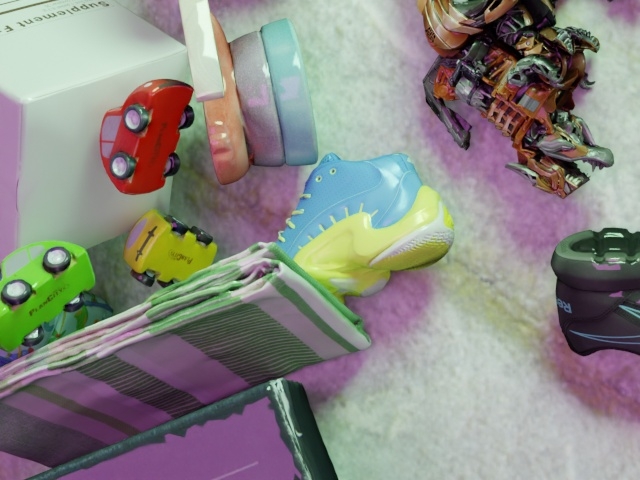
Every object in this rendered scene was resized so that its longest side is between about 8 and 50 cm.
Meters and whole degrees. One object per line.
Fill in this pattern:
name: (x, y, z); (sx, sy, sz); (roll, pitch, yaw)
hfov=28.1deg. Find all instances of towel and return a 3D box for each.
towel: (-0.136, 0.114, 1.093); (0.324, 0.248, 0.038); (-25, 65, 11)

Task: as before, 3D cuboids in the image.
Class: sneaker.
sneaker: (0.327, 0.049, 1.066); (0.267, 0.101, 0.106); (2, 110, 14)
sneaker: (0.000, 0.000, 1.155); (0.240, 0.091, 0.126); (-24, 64, 13)

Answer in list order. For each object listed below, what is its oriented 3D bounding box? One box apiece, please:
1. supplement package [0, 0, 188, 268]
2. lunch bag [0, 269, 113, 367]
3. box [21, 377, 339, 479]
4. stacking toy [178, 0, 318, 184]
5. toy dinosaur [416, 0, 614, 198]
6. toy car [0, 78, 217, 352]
supplement package: (-0.280, -0.134, 1.110); (0.293, 0.175, 0.178); (35, 131, 28)
lunch bag: (-0.296, 0.061, 1.147); (0.176, 0.219, 0.090); (22, 87, 10)
box: (-0.155, 0.414, 1.018); (0.479, 0.297, 0.472); (-22, 84, 0)
stacking toy: (-0.052, -0.214, 1.076); (0.130, 0.279, 0.309); (-11, 84, -3)
toy dinosaur: (0.158, -0.200, 1.086); (0.218, 0.164, 0.322); (-34, 102, 27)
toy car: (-0.185, -0.002, 1.025); (0.053, 0.239, 0.225); (34, 59, 28)
